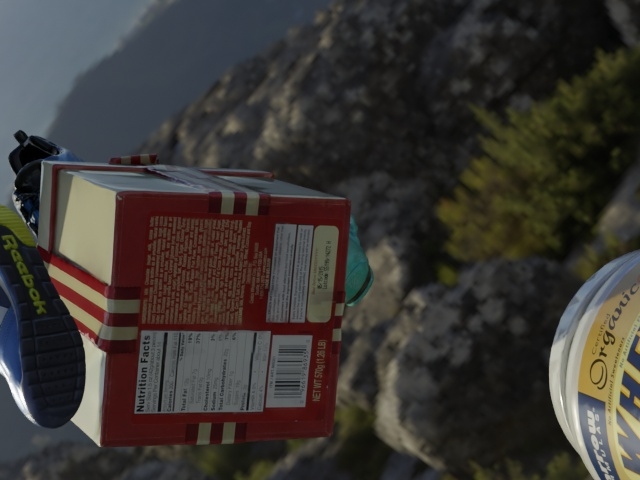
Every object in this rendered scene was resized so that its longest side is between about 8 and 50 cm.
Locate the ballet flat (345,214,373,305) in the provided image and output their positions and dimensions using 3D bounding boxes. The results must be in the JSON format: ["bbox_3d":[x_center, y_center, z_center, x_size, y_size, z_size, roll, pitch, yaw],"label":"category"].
[{"bbox_3d":[0.000,0.000,1.702,0.083,0.087,0.247,-50,17,7],"label":"ballet flat"}]

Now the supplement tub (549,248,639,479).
[{"bbox_3d":[0.305,0.111,1.013,0.228,0.228,0.316,-53,14,-5],"label":"supplement tub"}]

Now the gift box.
[{"bbox_3d":[-0.114,0.060,1.374,0.258,0.276,0.255,19,101,62],"label":"gift box"}]

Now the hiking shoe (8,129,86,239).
[{"bbox_3d":[-0.276,-0.018,1.590,0.113,0.132,0.304,-49,26,4],"label":"hiking shoe"}]

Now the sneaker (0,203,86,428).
[{"bbox_3d":[-0.185,0.050,0.881,0.059,0.053,0.144,-35,69,27],"label":"sneaker"}]
